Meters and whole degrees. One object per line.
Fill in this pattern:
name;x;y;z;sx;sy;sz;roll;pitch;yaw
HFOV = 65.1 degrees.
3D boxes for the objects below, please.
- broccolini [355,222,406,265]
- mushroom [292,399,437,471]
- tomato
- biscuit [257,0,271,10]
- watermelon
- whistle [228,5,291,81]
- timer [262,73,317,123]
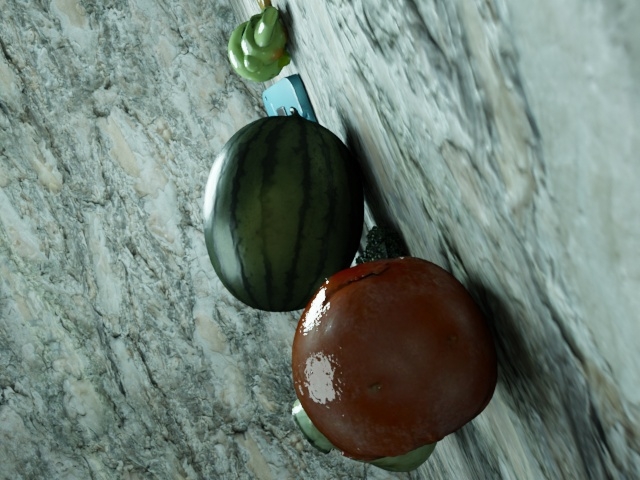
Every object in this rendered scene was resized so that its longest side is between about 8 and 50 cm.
broccolini;0.089;0.039;0.915;0.392;0.073;0.079;91;164;-80
mushroom;0.086;0.296;0.991;0.352;0.260;0.352;48;-171;-10
tomato;0.070;0.114;0.515;0.208;0.208;0.185;75;174;-72
biscuit;-0.148;-0.588;1.112;0.184;0.027;0.133;70;175;-49
watermelon;-0.062;-0.058;0.868;0.279;0.278;0.360;-137;54;-84
whistle;-0.112;-0.415;1.069;0.294;0.141;0.141;21;136;63
timer;-0.043;-0.289;1.254;0.232;0.091;0.250;69;166;-14
